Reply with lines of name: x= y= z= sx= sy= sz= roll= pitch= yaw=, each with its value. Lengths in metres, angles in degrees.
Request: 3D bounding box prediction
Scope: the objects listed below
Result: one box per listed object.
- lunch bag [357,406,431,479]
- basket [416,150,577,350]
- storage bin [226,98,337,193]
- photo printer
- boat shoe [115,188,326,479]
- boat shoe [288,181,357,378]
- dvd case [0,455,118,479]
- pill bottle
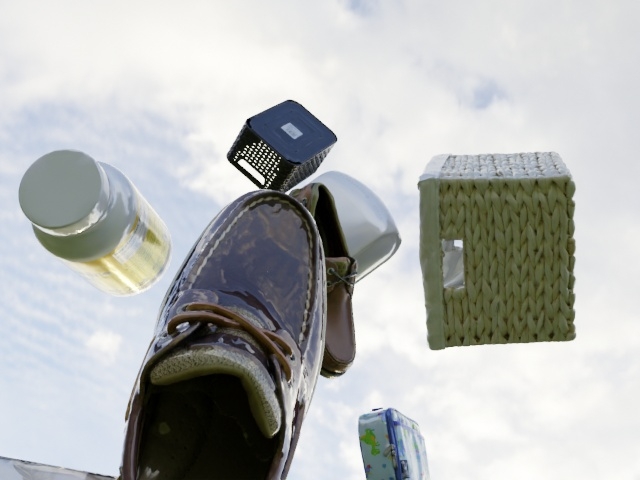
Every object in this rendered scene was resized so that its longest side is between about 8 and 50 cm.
lunch bag: x=0.148 y=0.421 z=1.434 sx=0.090 sy=0.176 sz=0.219 roll=-18 pitch=-31 yaw=17
basket: x=0.334 y=0.005 z=1.408 sx=0.266 sy=0.331 sz=0.328 roll=-2 pitch=-77 yaw=12
storage bin: x=-0.066 y=-0.167 z=1.310 sx=0.122 sy=0.180 sz=0.084 roll=42 pitch=-55 yaw=6
photo printer: x=0.000 y=0.000 z=1.551 sx=0.307 sy=0.256 sz=0.107 roll=-35 pitch=-39 yaw=-5
boat shoe: x=-0.056 y=0.095 z=0.448 sx=0.123 sy=0.342 sz=0.123 roll=25 pitch=-34 yaw=-8
boat shoe: x=0.000 y=0.055 z=1.142 sx=0.104 sy=0.307 sz=0.110 roll=-31 pitch=-22 yaw=37
dvd case: x=-0.220 y=0.247 z=0.638 sx=0.180 sy=0.022 sz=0.253 roll=29 pitch=-4 yaw=40
pill bottle: x=-0.400 y=-0.028 z=1.331 sx=0.187 sy=0.188 sz=0.334 roll=7 pitch=-19 yaw=8
